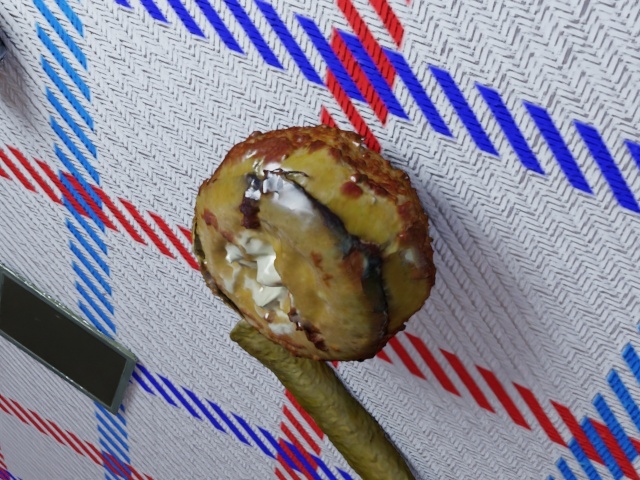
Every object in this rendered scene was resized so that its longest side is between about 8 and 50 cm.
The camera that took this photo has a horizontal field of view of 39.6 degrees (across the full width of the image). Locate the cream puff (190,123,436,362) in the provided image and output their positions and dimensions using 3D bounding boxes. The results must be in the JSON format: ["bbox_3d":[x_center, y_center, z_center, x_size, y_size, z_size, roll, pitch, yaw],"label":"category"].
[{"bbox_3d":[0.000,-0.001,0.809,0.240,0.164,0.240,33,144,28],"label":"cream puff"}]

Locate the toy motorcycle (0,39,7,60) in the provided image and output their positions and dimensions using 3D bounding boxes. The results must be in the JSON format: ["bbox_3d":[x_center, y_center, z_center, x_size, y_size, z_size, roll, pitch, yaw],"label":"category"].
[{"bbox_3d":[-0.457,-0.222,0.950,0.275,0.127,0.205,-4,129,34],"label":"toy motorcycle"}]

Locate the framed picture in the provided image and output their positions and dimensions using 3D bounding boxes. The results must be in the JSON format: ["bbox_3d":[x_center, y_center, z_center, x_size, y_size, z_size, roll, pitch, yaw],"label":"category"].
[{"bbox_3d":[-0.393,0.152,1.349,0.252,0.014,0.197,34,140,4],"label":"framed picture"}]

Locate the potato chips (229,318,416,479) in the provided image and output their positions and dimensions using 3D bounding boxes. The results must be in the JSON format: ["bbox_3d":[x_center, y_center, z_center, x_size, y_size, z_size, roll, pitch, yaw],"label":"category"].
[{"bbox_3d":[0.031,0.230,1.073,0.057,0.080,0.407,-28,109,30],"label":"potato chips"}]
